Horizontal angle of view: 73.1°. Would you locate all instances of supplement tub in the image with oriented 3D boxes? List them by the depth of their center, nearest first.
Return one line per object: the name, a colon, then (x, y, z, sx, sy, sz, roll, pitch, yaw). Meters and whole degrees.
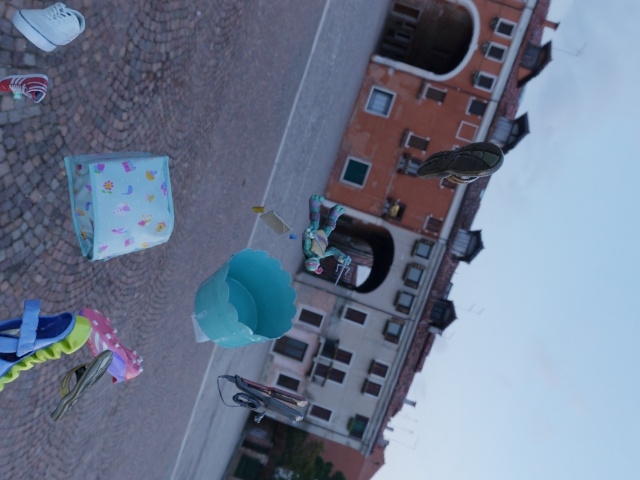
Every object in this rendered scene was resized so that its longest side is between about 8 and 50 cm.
supplement tub: (-0.440, 0.316, 1.606, 0.071, 0.071, 0.107, -51, 130, -85)

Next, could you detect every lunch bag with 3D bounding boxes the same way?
lunch bag: (-0.510, -0.089, 1.117, 0.223, 0.160, 0.262, -21, 121, -49)

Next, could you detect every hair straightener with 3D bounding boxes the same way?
hair straightener: (-0.145, 0.385, 1.035, 0.047, 0.230, 0.089, -55, -167, 42)

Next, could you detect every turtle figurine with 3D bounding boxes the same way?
turtle figurine: (0.000, 0.000, 1.200, 0.175, 0.118, 0.234, 34, 55, -45)

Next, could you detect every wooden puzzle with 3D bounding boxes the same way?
wooden puzzle: (-0.105, -0.044, 1.027, 0.078, 0.116, 0.014, -6, -137, 50)

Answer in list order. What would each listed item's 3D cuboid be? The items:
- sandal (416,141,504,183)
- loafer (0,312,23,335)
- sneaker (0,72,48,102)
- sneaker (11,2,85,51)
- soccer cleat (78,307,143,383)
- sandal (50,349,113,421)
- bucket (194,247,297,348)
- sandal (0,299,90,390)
sandal: (0.282, -0.144, 0.873, 0.090, 0.060, 0.219, -50, -158, -19)
loafer: (-1.019, 0.286, 1.422, 0.050, 0.056, 0.148, -23, -159, 53)
sneaker: (-0.746, -0.377, 1.080, 0.042, 0.118, 0.067, 91, -16, -67)
sneaker: (-0.611, -0.500, 0.983, 0.091, 0.094, 0.258, -38, -149, 8)
soccer cleat: (-0.552, 0.277, 1.104, 0.083, 0.095, 0.248, 53, -12, 54)
sandal: (-0.461, 0.269, 0.814, 0.180, 0.049, 0.072, -47, -179, 14)
bucket: (-0.223, 0.181, 1.290, 0.183, 0.281, 0.281, -28, -154, 35)
sandal: (-0.669, 0.225, 0.909, 0.317, 0.126, 0.138, -33, 131, -15)
